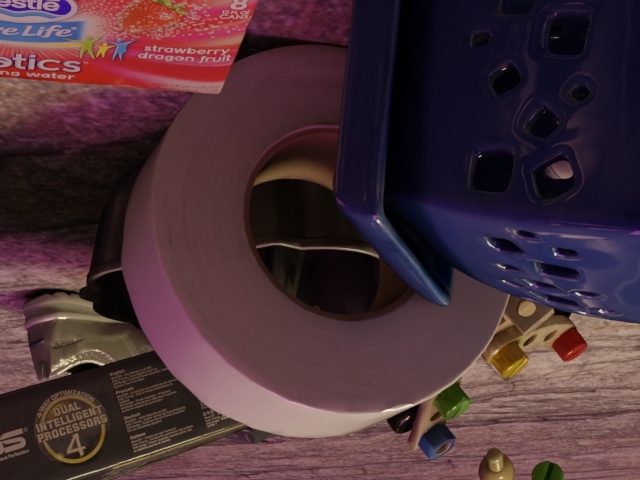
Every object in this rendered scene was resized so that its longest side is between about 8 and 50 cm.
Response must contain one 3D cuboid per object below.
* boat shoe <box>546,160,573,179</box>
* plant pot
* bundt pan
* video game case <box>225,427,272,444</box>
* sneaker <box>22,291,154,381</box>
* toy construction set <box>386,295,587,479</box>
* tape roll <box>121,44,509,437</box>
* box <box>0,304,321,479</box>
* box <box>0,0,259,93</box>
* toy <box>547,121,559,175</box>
[{"bbox_3d":[0.234,-0.052,1.095,0.081,0.079,0.227,-44,160,32],"label":"boat shoe"},{"bbox_3d":[0.137,-0.078,0.887,0.212,0.236,0.236,-1,162,19],"label":"plant pot"},{"bbox_3d":[-0.052,-0.004,1.232,0.331,0.124,0.331,-2,163,-1],"label":"bundt pan"},{"bbox_3d":[-0.082,0.181,1.672,0.196,0.026,0.274,-31,-163,-31],"label":"video game case"},{"bbox_3d":[-0.248,0.146,1.676,0.281,0.115,0.105,14,156,-39],"label":"sneaker"},{"bbox_3d":[0.170,0.138,1.449,0.257,0.308,0.237,-12,156,4],"label":"toy construction set"},{"bbox_3d":[0.000,0.000,1.011,0.286,0.286,0.100,5,160,-20],"label":"tape roll"},{"bbox_3d":[-0.220,0.181,1.247,0.395,0.097,0.318,-14,173,-32],"label":"box"},{"bbox_3d":[-0.167,-0.168,0.740,0.257,0.122,0.128,3,160,-15],"label":"box"},{"bbox_3d":[0.181,-0.054,1.189,0.137,0.056,0.237,-26,151,-5],"label":"toy"}]
